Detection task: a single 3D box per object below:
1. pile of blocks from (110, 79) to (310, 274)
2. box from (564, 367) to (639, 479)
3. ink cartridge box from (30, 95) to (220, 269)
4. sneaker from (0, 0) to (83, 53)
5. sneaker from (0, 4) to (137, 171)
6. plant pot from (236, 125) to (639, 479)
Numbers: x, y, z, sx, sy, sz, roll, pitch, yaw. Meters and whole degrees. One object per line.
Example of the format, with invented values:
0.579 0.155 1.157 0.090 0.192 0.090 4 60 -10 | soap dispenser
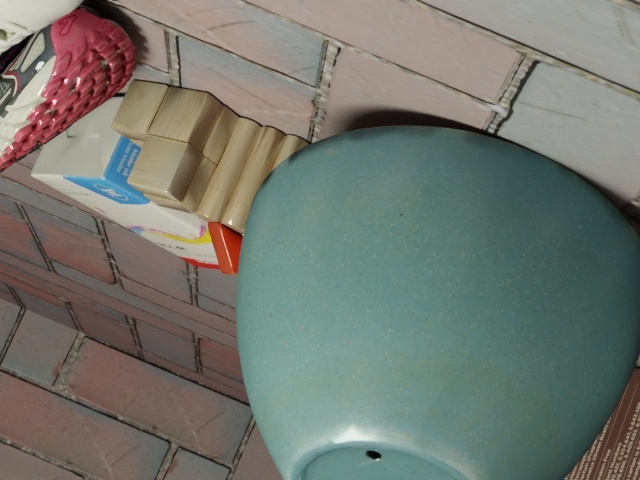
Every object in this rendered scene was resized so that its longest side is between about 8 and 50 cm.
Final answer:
0.000 0.000 1.344 0.362 0.113 0.149 23 168 3 | pile of blocks
0.284 0.210 1.665 0.191 0.143 0.381 30 164 -30 | box
-0.108 -0.036 1.468 0.231 0.078 0.134 30 166 -32 | ink cartridge box
-0.219 -0.152 1.142 0.090 0.095 0.235 31 164 -28 | sneaker
-0.235 -0.117 1.290 0.112 0.121 0.299 57 152 -8 | sneaker
0.066 0.093 1.171 0.290 0.195 0.290 11 141 9 | plant pot
